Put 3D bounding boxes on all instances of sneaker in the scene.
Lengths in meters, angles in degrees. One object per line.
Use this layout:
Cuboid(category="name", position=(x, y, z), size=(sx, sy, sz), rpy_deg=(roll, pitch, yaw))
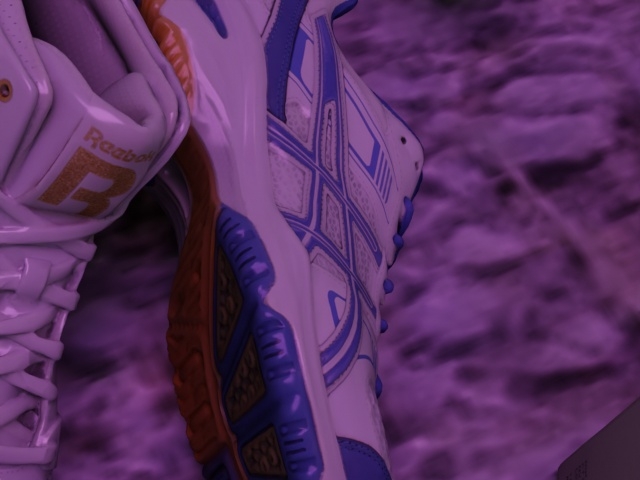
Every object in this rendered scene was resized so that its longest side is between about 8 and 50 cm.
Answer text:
Cuboid(category="sneaker", position=(0.000, 0.000, 0.533), size=(0.131, 0.112, 0.296), rpy_deg=(-6, 73, -29))
Cuboid(category="sneaker", position=(-0.123, 0.015, 0.463), size=(0.108, 0.169, 0.292), rpy_deg=(9, 62, -46))

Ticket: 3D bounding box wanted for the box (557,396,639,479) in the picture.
Cuboid(category="box", position=(0.169, 0.089, 0.414), size=(0.113, 0.275, 0.094), rpy_deg=(7, 65, -3))
